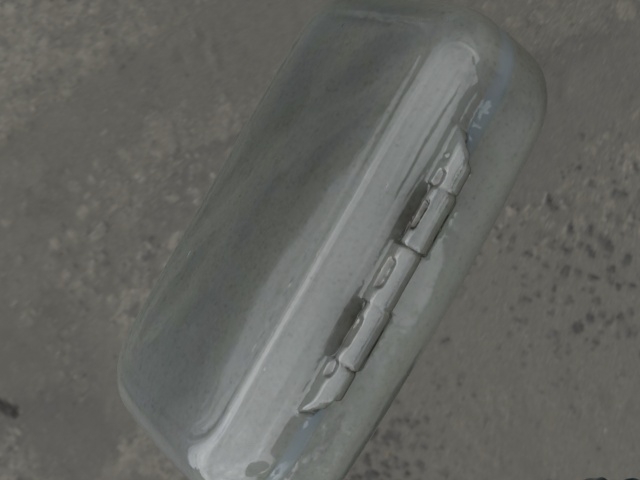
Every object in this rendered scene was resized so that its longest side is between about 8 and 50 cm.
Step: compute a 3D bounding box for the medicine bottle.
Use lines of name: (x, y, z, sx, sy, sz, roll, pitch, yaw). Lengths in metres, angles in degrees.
medicine bottle: (0.000, 0.000, 0.888, 0.123, 0.282, 0.375, 29, 89, -31)

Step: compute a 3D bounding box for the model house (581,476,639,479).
model house: (0.251, 0.330, 1.084, 0.184, 0.253, 0.291, 55, 155, 9)
